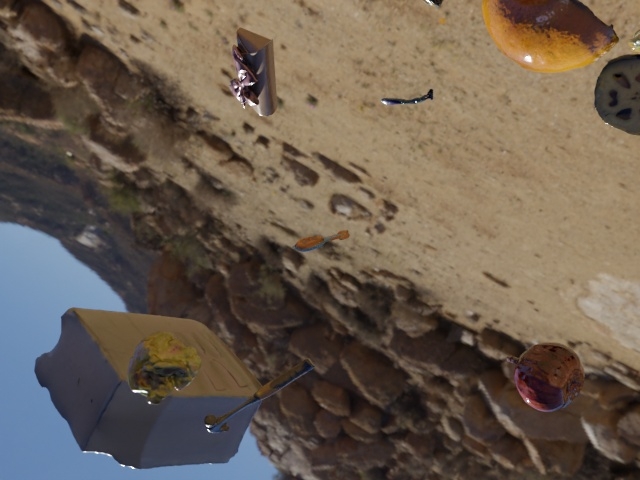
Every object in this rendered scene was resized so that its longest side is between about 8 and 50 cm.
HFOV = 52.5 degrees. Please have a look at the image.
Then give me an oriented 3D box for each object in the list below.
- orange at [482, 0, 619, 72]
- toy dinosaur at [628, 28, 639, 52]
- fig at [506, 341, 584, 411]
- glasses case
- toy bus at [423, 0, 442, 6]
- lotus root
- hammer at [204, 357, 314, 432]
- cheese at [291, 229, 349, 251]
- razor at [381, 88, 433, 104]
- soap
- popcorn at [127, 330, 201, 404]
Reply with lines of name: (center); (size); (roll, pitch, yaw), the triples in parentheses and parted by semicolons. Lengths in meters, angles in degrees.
orange: (0.516, -0.506, 1.467); (0.310, 0.274, 0.274); (10, 165, 33)
toy dinosaur: (0.821, -0.479, 1.485); (0.393, 0.206, 0.092); (-19, -96, -59)
fig: (0.413, 0.235, 1.185); (0.128, 0.128, 0.150); (32, -152, -29)
glasses case: (-0.152, -0.338, 1.331); (0.103, 0.070, 0.193); (26, 150, 15)
toy bus: (0.343, -0.773, 1.850); (0.098, 0.201, 0.114); (33, -176, -24)
lotus root: (0.772, -0.361, 1.582); (0.204, 0.183, 0.078); (30, -146, 11)
hammer: (-0.097, 0.255, 1.069); (0.021, 0.201, 0.078); (53, 163, 24)
cheese: (0.000, 0.001, 1.213); (0.047, 0.111, 0.017); (-108, 4, -62)
razor: (0.258, -0.419, 1.928); (0.155, 0.028, 0.044); (-6, 149, 4)
soap: (-0.393, 0.342, 1.540); (0.435, 0.213, 0.350); (17, -158, -52)
popcorn: (-0.246, 0.191, 0.994); (0.109, 0.096, 0.089); (-10, -162, 28)
